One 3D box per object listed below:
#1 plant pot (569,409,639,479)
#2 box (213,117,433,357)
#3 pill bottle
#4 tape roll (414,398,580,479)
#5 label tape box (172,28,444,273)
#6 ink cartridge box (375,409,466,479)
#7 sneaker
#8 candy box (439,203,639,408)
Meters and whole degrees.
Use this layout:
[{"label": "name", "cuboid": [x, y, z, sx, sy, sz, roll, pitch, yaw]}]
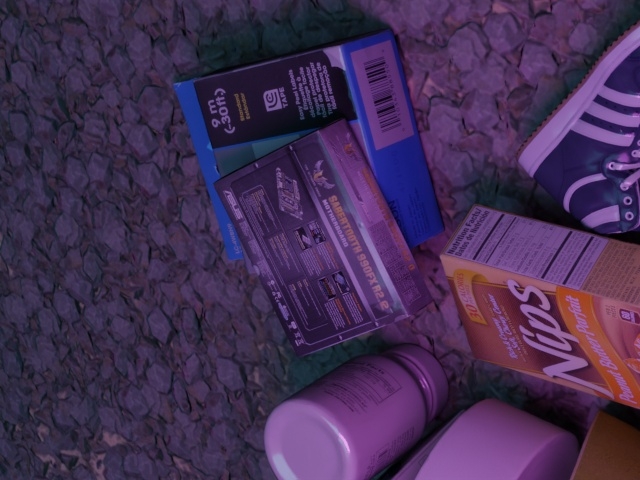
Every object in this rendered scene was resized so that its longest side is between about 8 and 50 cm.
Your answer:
[{"label": "plant pot", "cuboid": [0.385, 0.357, 1.607, 0.293, 0.275, 0.275, 19, 119, 14]}, {"label": "box", "cuboid": [0.000, 0.000, 1.732, 0.183, 0.056, 0.231, -25, 93, 41]}, {"label": "pill bottle", "cuboid": [0.049, 0.207, 1.801, 0.131, 0.229, 0.131, 14, 115, 33]}, {"label": "tape roll", "cuboid": [0.180, 0.324, 1.708, 0.100, 0.286, 0.286, 24, 120, 27]}, {"label": "label tape box", "cuboid": [-0.046, -0.094, 1.839, 0.347, 0.115, 0.249, -9, 102, 38]}, {"label": "ink cartridge box", "cuboid": [0.044, 0.347, 1.794, 0.066, 0.296, 0.261, 48, 137, 5]}, {"label": "sneaker", "cuboid": [0.328, -0.113, 1.550, 0.153, 0.099, 0.282, 54, 137, 15]}, {"label": "candy box", "cuboid": [0.296, 0.082, 1.611, 0.316, 0.087, 0.183, 15, 145, 32]}]
